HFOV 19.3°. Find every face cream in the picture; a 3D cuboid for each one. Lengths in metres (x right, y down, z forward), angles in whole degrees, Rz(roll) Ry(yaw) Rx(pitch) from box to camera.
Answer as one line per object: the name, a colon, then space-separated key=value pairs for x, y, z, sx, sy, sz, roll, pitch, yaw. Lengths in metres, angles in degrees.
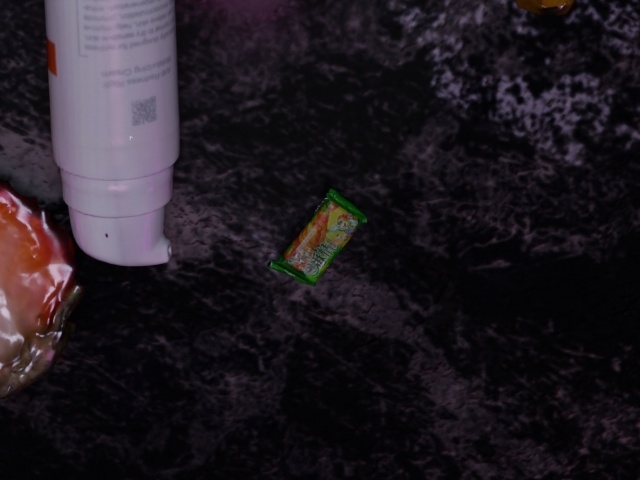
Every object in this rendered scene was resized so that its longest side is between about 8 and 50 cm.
face cream: x=-0.157 y=-0.143 z=1.424 sx=0.102 sy=0.102 sz=0.345 roll=-2 pitch=117 yaw=-7

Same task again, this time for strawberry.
strawberry: x=-0.304 y=0.024 z=1.491 sx=0.190 sy=0.111 sz=0.236 roll=-39 pitch=95 yaw=-19

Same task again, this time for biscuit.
biscuit: x=0.000 y=0.000 z=1.567 sx=0.046 sy=0.016 sz=0.089 roll=31 pitch=109 yaw=-21

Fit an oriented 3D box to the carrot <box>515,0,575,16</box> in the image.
carrot: x=0.182 y=-0.299 z=1.413 sx=0.070 sy=0.070 sz=0.260 roll=1 pitch=116 yaw=-9
